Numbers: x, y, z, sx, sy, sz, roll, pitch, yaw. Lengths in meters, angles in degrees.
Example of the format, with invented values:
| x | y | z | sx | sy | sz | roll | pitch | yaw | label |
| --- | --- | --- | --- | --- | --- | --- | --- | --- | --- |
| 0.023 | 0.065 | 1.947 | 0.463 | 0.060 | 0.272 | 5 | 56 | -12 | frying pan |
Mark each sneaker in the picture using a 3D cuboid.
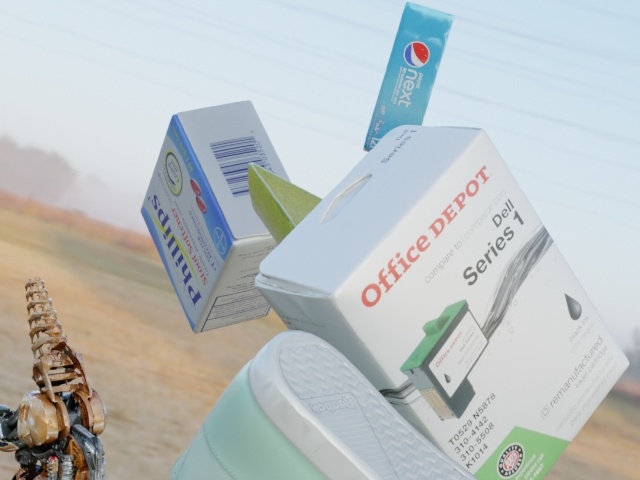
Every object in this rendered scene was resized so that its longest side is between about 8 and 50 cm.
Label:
| x | y | z | sx | sy | sz | roll | pitch | yaw | label |
| --- | --- | --- | --- | --- | --- | --- | --- | --- | --- |
| 0.024 | 0.187 | 0.694 | 0.256 | 0.151 | 0.094 | 48 | 35 | 7 | sneaker |

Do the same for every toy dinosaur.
| x | y | z | sx | sy | sz | roll | pitch | yaw | label |
| --- | --- | --- | --- | --- | --- | --- | --- | --- | --- |
| -0.297 | 0.215 | 1.363 | 0.164 | 0.322 | 0.218 | 22 | -21 | -32 | toy dinosaur |

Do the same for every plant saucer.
| x | y | z | sx | sy | sz | roll | pitch | yaw | label |
| --- | --- | --- | --- | --- | --- | --- | --- | --- | --- |
| 0.000 | 0.000 | 1.471 | 0.188 | 0.045 | 0.188 | 26 | 19 | -39 | plant saucer |

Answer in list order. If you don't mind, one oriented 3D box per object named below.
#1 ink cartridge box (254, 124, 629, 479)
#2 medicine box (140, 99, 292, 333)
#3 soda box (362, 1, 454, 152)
| x | y | z | sx | sy | sz | roll | pitch | yaw | label |
| --- | --- | --- | --- | --- | --- | --- | --- | --- | --- |
| 0.085 | 0.054 | 0.799 | 0.092 | 0.160 | 0.219 | 8 | -40 | 56 | ink cartridge box |
| -0.163 | -0.036 | 2.000 | 0.149 | 0.264 | 0.289 | -13 | -28 | -29 | medicine box |
| 0.120 | -0.216 | 1.672 | 0.071 | 0.210 | 0.067 | 16 | 2 | 1 | soda box |
